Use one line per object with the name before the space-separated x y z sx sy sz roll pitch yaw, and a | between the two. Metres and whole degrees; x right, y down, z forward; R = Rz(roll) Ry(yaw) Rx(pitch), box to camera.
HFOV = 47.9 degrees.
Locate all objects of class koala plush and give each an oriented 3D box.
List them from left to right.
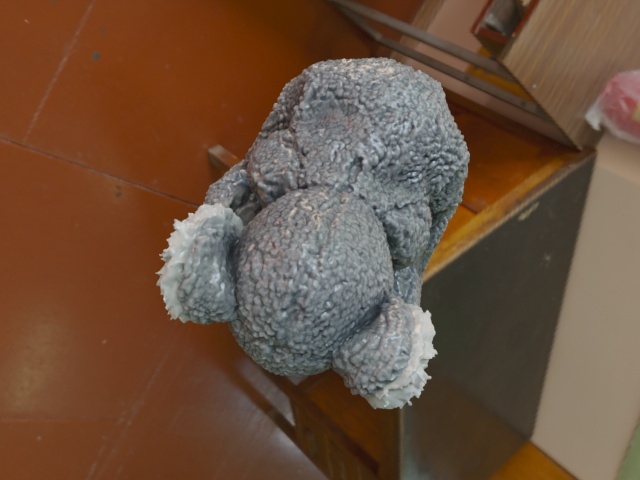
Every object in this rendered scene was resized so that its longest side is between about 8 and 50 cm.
koala plush | 0.000 0.000 0.482 0.203 0.196 0.221 -61 -179 39
